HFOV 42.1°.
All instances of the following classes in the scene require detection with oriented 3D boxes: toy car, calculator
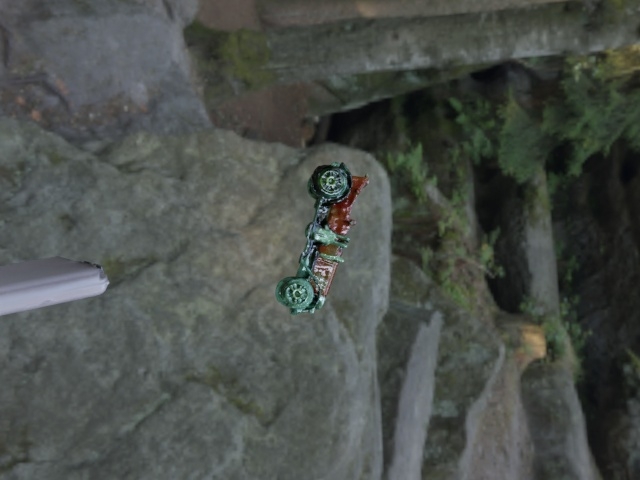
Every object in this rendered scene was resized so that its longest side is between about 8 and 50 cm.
[{"bbox_3d":[0.000,0.000,0.753,0.073,0.054,0.143,138,-32,-85],"label":"toy car"},{"bbox_3d":[-0.306,0.046,0.859,0.175,0.100,0.032,-12,107,-46],"label":"calculator"}]
